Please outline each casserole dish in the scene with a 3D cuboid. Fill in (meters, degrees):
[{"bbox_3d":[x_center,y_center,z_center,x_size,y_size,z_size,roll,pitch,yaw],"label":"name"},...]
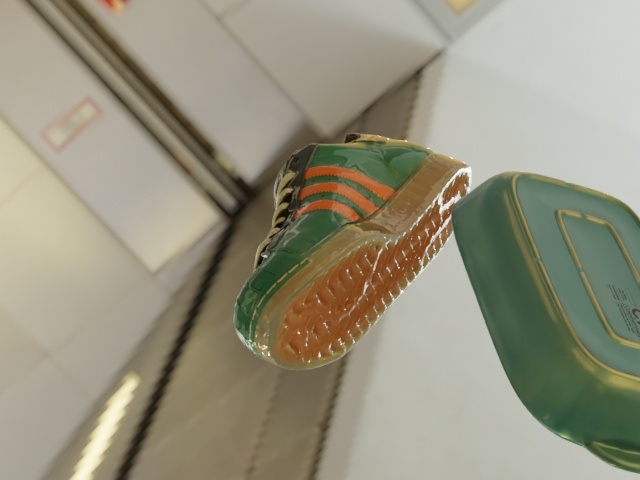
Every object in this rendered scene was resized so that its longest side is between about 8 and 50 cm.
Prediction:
[{"bbox_3d":[0.129,0.030,0.887,0.037,0.114,0.188,-58,-148,34],"label":"casserole dish"}]

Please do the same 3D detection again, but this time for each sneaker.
[{"bbox_3d":[0.000,0.000,1.402,0.302,0.121,0.108,-37,144,-54],"label":"sneaker"}]
